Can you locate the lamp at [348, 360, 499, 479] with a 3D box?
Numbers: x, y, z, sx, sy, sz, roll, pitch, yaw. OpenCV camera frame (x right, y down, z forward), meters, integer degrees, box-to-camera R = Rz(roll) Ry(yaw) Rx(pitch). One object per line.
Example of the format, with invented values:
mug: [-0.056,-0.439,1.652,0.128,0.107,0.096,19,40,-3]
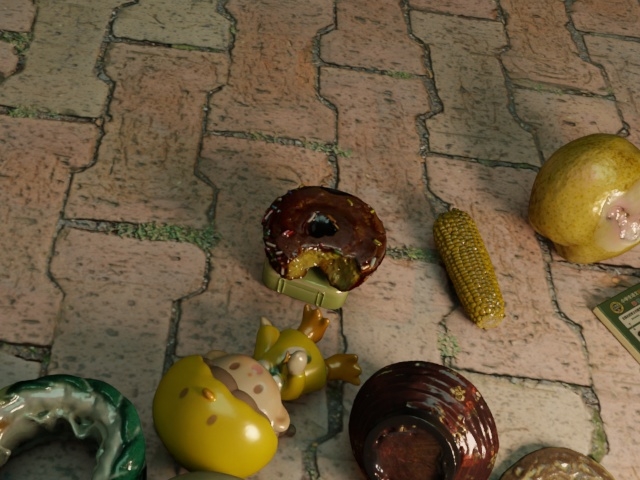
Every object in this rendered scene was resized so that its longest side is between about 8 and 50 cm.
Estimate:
lamp: [0.160,0.305,1.309,0.247,0.247,0.247,6,50,-7]

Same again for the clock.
clock: [-0.002,0.017,1.610,0.170,0.069,0.232,19,48,5]

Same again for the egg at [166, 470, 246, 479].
egg: [-0.143,0.421,1.155,0.254,0.188,0.188,5,48,13]

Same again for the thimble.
thimble: [-0.399,0.328,1.204,0.288,0.167,0.254,7,49,-8]

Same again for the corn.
corn: [0.292,0.051,1.628,0.091,0.091,0.260,8,49,-34]

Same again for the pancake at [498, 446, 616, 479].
pancake: [0.403,0.452,1.353,0.250,0.031,0.250,5,51,-7]

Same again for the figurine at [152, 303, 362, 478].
figurine: [-0.099,0.243,1.334,0.344,0.187,0.215,-25,50,-35]

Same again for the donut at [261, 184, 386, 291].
donut: [0.001,0.000,1.515,0.230,0.096,0.216,-2,47,-13]

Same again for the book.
book: [0.695,0.195,1.632,0.202,0.027,0.264,-22,59,-26]

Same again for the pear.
pear: [0.556,-0.082,1.696,0.271,0.271,0.271,6,50,-7]
